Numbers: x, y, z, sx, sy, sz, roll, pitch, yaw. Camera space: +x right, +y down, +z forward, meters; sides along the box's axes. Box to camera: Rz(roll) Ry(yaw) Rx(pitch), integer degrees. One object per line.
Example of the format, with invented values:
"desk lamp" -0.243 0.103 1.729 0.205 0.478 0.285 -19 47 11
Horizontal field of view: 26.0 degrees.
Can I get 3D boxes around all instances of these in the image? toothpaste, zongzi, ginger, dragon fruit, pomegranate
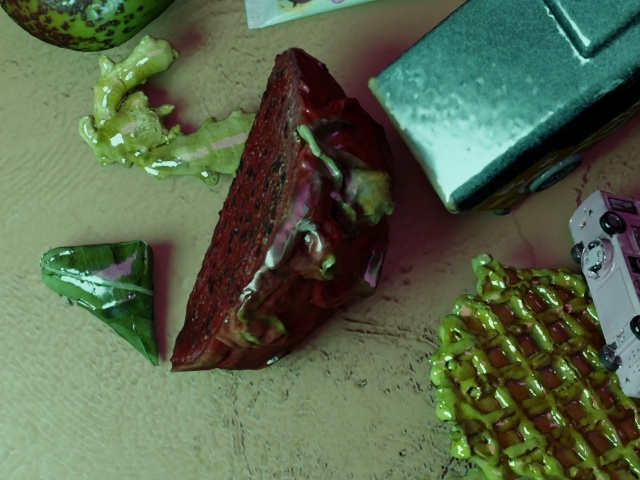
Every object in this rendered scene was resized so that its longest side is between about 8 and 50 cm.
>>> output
"toothpaste" 0.078 -0.271 1.372 0.314 0.056 0.058 -9 36 2
"zongzi" -0.208 0.062 1.295 0.109 0.055 0.119 -3 88 3
"ginger" -0.135 -0.103 1.332 0.176 0.052 0.193 -22 89 7
"dragon fruit" 0.000 0.000 1.217 0.152 0.205 0.317 21 89 -17
"pomegranate" -0.225 -0.295 1.277 0.214 0.248 0.214 -6 63 13

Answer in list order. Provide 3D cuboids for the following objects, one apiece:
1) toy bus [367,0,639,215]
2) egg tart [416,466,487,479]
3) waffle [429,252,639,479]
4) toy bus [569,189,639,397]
"toy bus" 0.218 -0.168 1.211 0.323 0.194 0.162 -38 75 25
"egg tart" 0.107 0.330 1.194 0.297 0.132 0.297 1 87 -10
"waffle" 0.217 0.127 1.224 0.254 0.052 0.245 16 50 -6
"toy bus" 0.285 0.049 1.241 0.090 0.063 0.203 9 49 -25
